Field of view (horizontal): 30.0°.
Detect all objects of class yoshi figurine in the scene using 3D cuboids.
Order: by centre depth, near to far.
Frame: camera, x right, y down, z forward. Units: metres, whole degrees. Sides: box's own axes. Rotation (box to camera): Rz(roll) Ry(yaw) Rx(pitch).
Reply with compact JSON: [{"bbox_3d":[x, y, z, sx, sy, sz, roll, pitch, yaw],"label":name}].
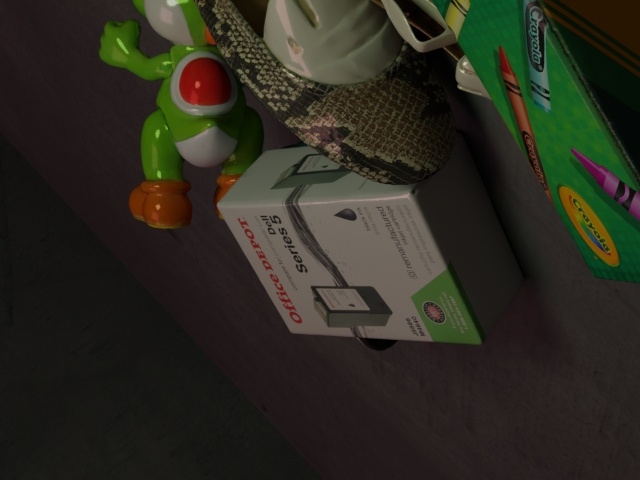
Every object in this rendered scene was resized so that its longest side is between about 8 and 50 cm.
[{"bbox_3d":[-0.152,-0.207,1.404,0.203,0.203,0.362,7,105,29],"label":"yoshi figurine"}]

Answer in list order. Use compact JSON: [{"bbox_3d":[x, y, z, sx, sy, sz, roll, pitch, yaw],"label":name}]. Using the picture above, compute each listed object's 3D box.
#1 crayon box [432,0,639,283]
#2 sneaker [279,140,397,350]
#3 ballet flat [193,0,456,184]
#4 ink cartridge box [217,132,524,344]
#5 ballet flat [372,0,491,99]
[{"bbox_3d":[0.204,-0.126,0.552,0.165,0.278,0.081,57,163,-13],"label":"crayon box"},{"bbox_3d":[0.000,0.000,1.539,0.178,0.123,0.296,17,134,55],"label":"sneaker"},{"bbox_3d":[-0.049,-0.258,1.127,0.483,0.164,0.182,50,164,18],"label":"ballet flat"},{"bbox_3d":[0.052,0.001,1.292,0.272,0.115,0.198,-2,127,41],"label":"ink cartridge box"},{"bbox_3d":[0.122,-0.166,1.012,0.232,0.073,0.080,45,159,22],"label":"ballet flat"}]
